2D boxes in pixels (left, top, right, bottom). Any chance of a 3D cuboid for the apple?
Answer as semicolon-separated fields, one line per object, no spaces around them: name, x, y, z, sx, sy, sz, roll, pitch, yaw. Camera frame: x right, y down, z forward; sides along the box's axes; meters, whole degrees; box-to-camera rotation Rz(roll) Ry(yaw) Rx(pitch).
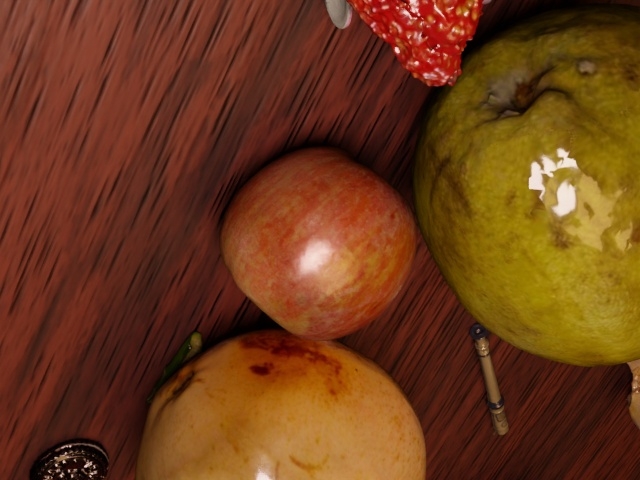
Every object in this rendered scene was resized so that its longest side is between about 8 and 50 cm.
apple;0.000;0.000;1.050;0.174;0.188;0.188;-48;133;0

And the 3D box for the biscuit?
biscuit;-0.286;0.263;1.204;0.087;0.027;0.089;19;113;-37

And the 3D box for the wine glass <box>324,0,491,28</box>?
wine glass;0.084;-0.241;0.990;0.155;0.073;0.073;-17;131;-16

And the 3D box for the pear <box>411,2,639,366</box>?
pear;0.257;-0.057;1.056;0.352;0.352;0.413;-41;144;5

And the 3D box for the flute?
flute;0.233;0.195;1.447;0.027;0.027;0.233;-27;133;-8

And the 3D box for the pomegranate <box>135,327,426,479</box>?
pomegranate;-0.035;0.249;1.123;0.319;0.319;0.319;-15;131;-19

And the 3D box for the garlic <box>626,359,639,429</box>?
garlic;0.555;0.201;1.520;0.184;0.203;0.281;-34;133;-28

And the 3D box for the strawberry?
strawberry;0.075;-0.250;0.898;0.174;0.098;0.228;0;92;-19

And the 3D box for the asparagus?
asparagus;-0.163;0.148;1.188;0.025;0.021;0.108;22;112;-40
